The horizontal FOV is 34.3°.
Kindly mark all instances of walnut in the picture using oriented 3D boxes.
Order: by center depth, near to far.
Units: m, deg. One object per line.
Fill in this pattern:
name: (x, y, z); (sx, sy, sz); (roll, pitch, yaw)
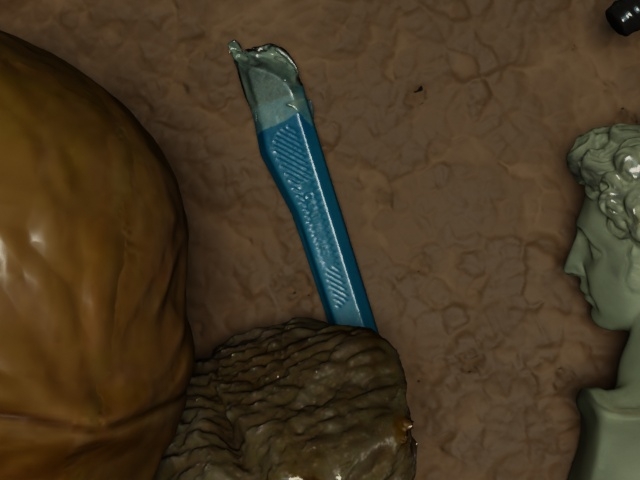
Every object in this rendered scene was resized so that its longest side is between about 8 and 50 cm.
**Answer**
walnut: (-0.247, 0.049, 0.575); (0.397, 0.307, 0.354); (6, 97, 40)

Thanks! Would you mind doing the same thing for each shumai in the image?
shumai: (-0.009, 0.156, 0.650); (0.166, 0.206, 0.176); (-28, 111, -12)

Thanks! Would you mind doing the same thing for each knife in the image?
knife: (0.000, 0.000, 0.714); (0.044, 0.026, 0.297); (-17, 93, 8)

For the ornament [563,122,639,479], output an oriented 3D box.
ornament: (0.220, 0.064, 0.649); (0.130, 0.120, 0.285); (0, 93, 3)

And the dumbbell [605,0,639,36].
dumbbell: (0.314, -0.223, 0.622); (0.325, 0.143, 0.143); (-35, 88, 4)
